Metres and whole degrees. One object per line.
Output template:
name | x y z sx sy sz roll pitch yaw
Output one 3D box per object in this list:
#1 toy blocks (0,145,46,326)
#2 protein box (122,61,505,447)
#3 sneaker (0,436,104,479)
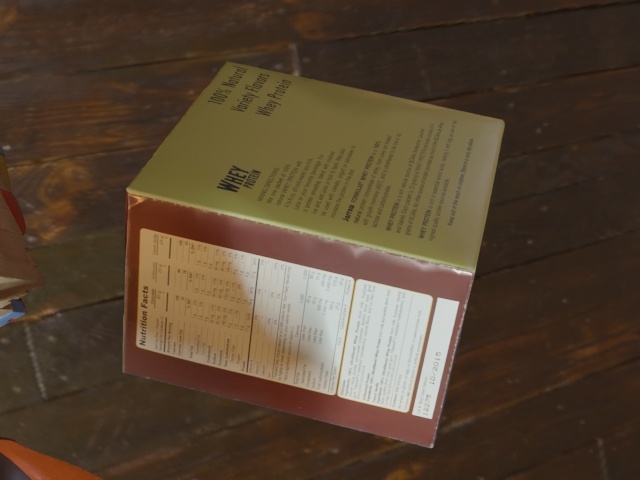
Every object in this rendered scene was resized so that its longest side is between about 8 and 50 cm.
toy blocks | -0.348 -0.065 0.957 0.190 0.261 0.381 -28 86 -2
protein box | 0.000 0.000 0.721 0.201 0.200 0.136 13 123 7
sneaker | -0.160 0.175 0.431 0.321 0.180 0.125 7 113 -61
